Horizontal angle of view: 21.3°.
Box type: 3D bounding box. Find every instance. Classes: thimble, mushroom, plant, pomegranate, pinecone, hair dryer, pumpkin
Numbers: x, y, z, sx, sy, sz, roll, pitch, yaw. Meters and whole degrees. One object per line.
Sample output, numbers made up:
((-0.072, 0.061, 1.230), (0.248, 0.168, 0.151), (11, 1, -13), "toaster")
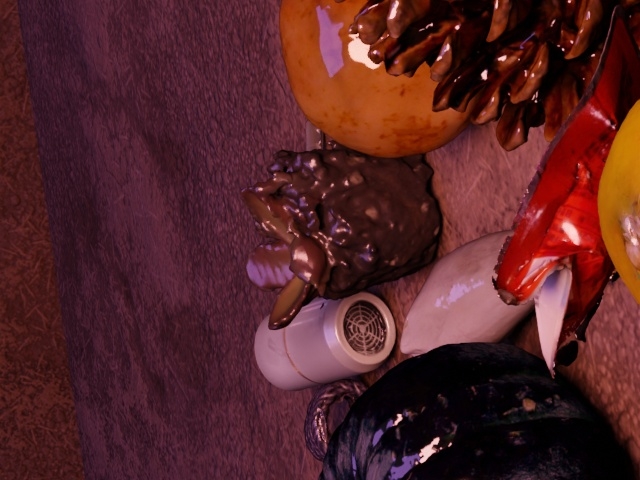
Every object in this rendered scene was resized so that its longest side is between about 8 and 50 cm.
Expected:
((0.025, 0.228, 2.136), (0.104, 0.095, 0.066), (69, 158, 1), "thimble")
((0.179, 0.043, 1.713), (0.270, 0.103, 0.118), (-40, 26, 56), "mushroom")
((0.010, -0.018, 1.933), (0.178, 0.234, 0.204), (142, 111, -70), "plant")
((0.067, -0.205, 1.741), (0.248, 0.248, 0.248), (172, 90, -66), "pomegranate")
((0.162, -0.210, 1.482), (0.244, 0.309, 0.244), (-161, 90, -74), "pinecone")
((0.000, 0.000, 2.125), (0.173, 0.107, 0.357), (-21, 68, 51), "hair dryer")
((0.150, 0.279, 1.662), (0.363, 0.266, 0.363), (176, 90, -69), "pumpkin")

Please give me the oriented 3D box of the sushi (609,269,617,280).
((0.269, -0.002, 1.561), (0.060, 0.061, 0.118), (56, 167, 30), "sushi")

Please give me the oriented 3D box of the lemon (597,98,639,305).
((0.311, -0.026, 1.248), (0.240, 0.219, 0.240), (38, 134, 53), "lemon")

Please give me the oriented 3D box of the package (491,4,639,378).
((0.223, -0.030, 1.362), (0.071, 0.269, 0.194), (21, 156, 34), "package")
